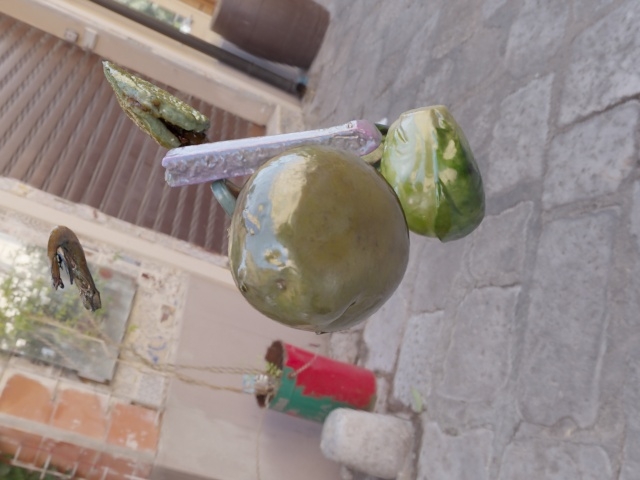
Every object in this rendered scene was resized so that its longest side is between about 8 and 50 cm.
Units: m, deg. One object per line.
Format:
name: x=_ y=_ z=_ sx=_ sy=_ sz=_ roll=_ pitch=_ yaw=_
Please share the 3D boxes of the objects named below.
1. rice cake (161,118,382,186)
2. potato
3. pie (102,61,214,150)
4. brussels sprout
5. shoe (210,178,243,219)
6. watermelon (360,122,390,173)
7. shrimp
rice cake: x=-0.093 y=-0.152 z=1.134 sx=0.070 sy=0.400 sz=0.064 roll=-79 pitch=-21 yaw=-66
potato: x=0.000 y=0.000 z=0.636 sx=0.160 sy=0.178 sz=0.235 roll=-46 pitch=-5 yaw=31
pie: x=-0.345 y=-0.275 z=1.354 sx=0.105 sy=0.257 sz=0.274 roll=-51 pitch=42 yaw=-2
brussels sprout: x=0.151 y=-0.082 z=0.871 sx=0.131 sy=0.183 sz=0.145 roll=-9 pitch=36 yaw=35
shoe: x=-0.127 y=-0.061 z=1.224 sx=0.078 sy=0.195 sz=0.079 roll=-32 pitch=52 yaw=10
watermelon: x=0.110 y=-0.126 z=1.424 sx=0.269 sy=0.269 sz=0.268 roll=-56 pitch=21 yaw=35
shrimp: x=-0.523 y=0.075 z=1.393 sx=0.152 sy=0.046 sz=0.219 roll=-102 pitch=-2 yaw=-65
